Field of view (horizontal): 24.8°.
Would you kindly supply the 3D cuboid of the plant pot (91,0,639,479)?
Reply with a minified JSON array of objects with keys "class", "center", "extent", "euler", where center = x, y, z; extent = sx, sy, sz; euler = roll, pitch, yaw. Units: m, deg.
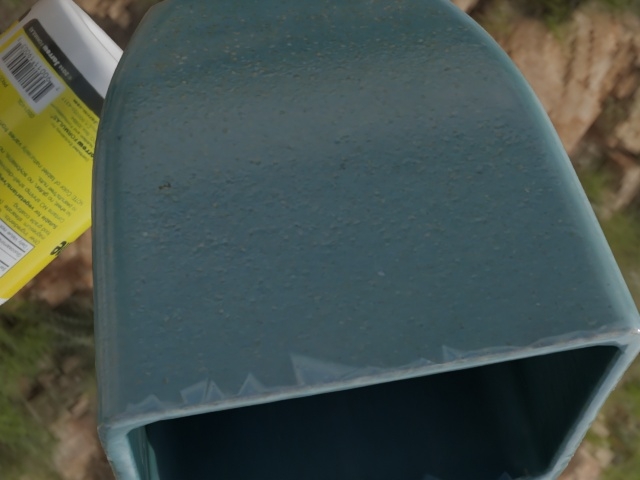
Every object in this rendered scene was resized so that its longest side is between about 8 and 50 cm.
[{"class":"plant pot","center":[0.000,0.000,0.785],"extent":[0.247,0.252,0.248],"euler":[-9,156,-6]}]

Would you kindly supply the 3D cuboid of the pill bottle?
[{"class":"pill bottle","center":[-0.307,-0.057,1.367],"extent":[0.334,0.188,0.188],"euler":[-41,145,3]}]
